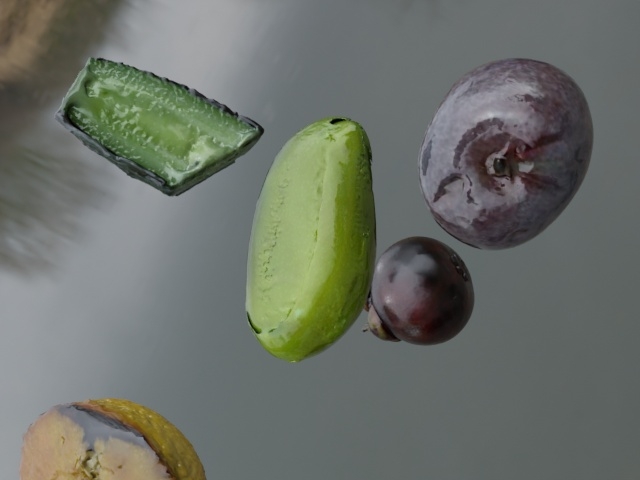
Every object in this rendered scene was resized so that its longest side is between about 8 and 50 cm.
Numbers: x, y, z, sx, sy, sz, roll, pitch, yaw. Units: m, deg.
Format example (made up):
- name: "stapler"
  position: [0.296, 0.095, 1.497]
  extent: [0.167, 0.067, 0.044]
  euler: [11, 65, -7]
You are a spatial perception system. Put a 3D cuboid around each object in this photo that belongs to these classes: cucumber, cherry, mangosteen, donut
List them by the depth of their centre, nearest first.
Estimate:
- name: "cherry"
  position: [0.163, -0.080, 1.108]
  extent: [0.176, 0.140, 0.176]
  euler: [-62, -9, -18]
- name: "cucumber"
  position: [-0.170, -0.105, 1.304]
  extent: [0.115, 0.193, 0.086]
  euler: [-66, 11, -25]
- name: "donut"
  position: [-0.225, 0.288, 1.384]
  extent: [0.253, 0.118, 0.254]
  euler: [5, 98, 39]
- name: "mangosteen"
  position: [0.098, 0.062, 1.388]
  extent: [0.140, 0.140, 0.140]
  euler: [-50, 23, 30]

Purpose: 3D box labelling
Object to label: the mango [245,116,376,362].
- name: "mango"
  position: [0.000, 0.000, 0.850]
  extent: [0.091, 0.074, 0.165]
  euler: [18, 92, 37]
